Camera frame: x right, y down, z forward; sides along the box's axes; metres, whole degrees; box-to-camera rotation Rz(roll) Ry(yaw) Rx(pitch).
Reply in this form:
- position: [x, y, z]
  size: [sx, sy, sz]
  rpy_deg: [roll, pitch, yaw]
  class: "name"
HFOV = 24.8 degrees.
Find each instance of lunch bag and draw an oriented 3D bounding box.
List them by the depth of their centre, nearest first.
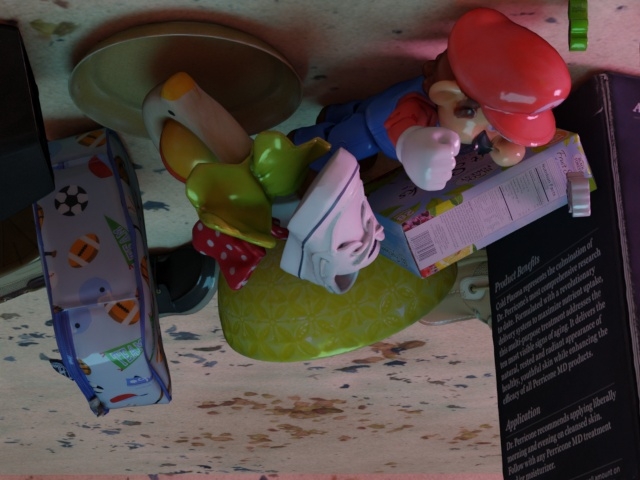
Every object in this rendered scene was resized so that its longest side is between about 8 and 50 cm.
- position: [-0.240, 0.044, 1.623]
  size: [0.115, 0.303, 0.243]
  rpy_deg: [-10, 158, -2]
  class: "lunch bag"

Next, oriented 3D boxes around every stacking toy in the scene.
- position: [0.318, -0.127, 1.387]
  size: [0.167, 0.221, 0.052]
  rpy_deg: [-3, -169, 3]
  class: "stacking toy"

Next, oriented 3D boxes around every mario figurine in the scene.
- position: [0.116, -0.100, 1.441]
  size: [0.170, 0.198, 0.320]
  rpy_deg: [31, 148, -32]
  class: "mario figurine"

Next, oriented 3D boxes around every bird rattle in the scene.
- position: [-0.094, -0.075, 1.454]
  size: [0.143, 0.207, 0.253]
  rpy_deg: [-41, -179, -11]
  class: "bird rattle"

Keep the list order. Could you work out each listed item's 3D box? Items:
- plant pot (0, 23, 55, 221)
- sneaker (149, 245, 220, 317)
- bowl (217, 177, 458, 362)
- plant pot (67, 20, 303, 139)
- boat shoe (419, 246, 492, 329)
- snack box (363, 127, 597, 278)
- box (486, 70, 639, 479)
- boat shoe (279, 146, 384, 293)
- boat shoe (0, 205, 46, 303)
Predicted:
- position: [-0.355, -0.112, 1.416]
  size: [0.167, 0.188, 0.187]
  rpy_deg: [-12, 159, -7]
  class: "plant pot"
- position: [-0.229, 0.054, 1.941]
  size: [0.118, 0.083, 0.222]
  rpy_deg: [16, 154, -35]
  class: "sneaker"
- position: [0.000, 0.000, 1.679]
  size: [0.289, 0.289, 0.156]
  rpy_deg: [-10, 114, 20]
  class: "bowl"
- position: [-0.135, -0.162, 1.476]
  size: [0.236, 0.032, 0.236]
  rpy_deg: [0, 158, 0]
  class: "plant pot"
- position: [0.249, 0.071, 1.969]
  size: [0.122, 0.110, 0.341]
  rpy_deg: [17, 152, -39]
  class: "boat shoe"
- position: [0.150, -0.050, 1.501]
  size: [0.207, 0.070, 0.174]
  rpy_deg: [-28, -161, -10]
  class: "snack box"
- position: [0.460, 0.113, 1.600]
  size: [0.480, 0.471, 0.297]
  rpy_deg: [7, 158, -20]
  class: "box"
- position: [0.021, -0.012, 1.402]
  size: [0.084, 0.095, 0.258]
  rpy_deg: [32, 166, 4]
  class: "boat shoe"
- position: [-0.434, 0.042, 1.863]
  size: [0.342, 0.123, 0.123]
  rpy_deg: [-19, 151, 25]
  class: "boat shoe"
